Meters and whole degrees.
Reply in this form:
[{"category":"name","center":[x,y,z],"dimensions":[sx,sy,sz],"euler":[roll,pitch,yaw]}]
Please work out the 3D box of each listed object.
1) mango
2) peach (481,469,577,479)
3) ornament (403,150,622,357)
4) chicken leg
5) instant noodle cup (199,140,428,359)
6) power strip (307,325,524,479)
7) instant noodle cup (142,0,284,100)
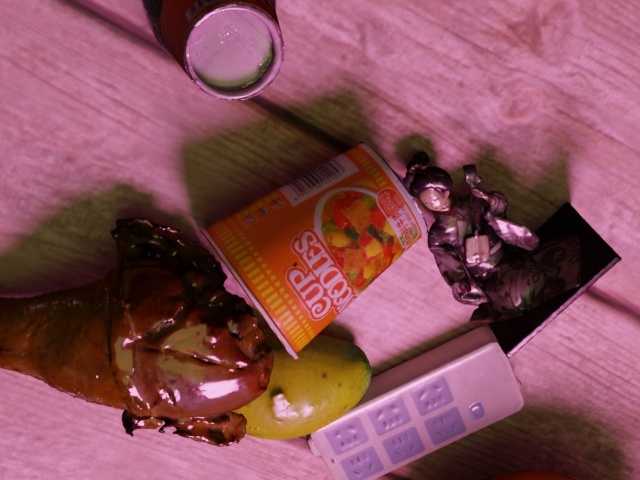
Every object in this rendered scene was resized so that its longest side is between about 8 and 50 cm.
[{"category":"mango","center":[-0.027,0.157,1.195],"dimensions":[0.178,0.100,0.119],"euler":[-7,117,-18]},{"category":"peach","center":[0.258,0.440,1.301],"dimensions":[0.343,0.301,0.342],"euler":[0,89,-9]},{"category":"ornament","center":[0.165,-0.012,1.136],"dimensions":[0.196,0.153,0.166],"euler":[41,102,-19]},{"category":"chicken leg","center":[-0.219,0.075,1.083],"dimensions":[0.361,0.140,0.211],"euler":[16,84,-4]},{"category":"instant noodle cup","center":[0.000,0.000,1.092],"dimensions":[0.185,0.168,0.168],"euler":[-35,120,-5]},{"category":"power strip","center":[0.113,0.197,1.281],"dimensions":[0.270,0.046,0.118],"euler":[-25,120,0]},{"category":"instant noodle cup","center":[-0.087,-0.189,0.972],"dimensions":[0.127,0.135,0.127],"euler":[-6,119,-11]}]
